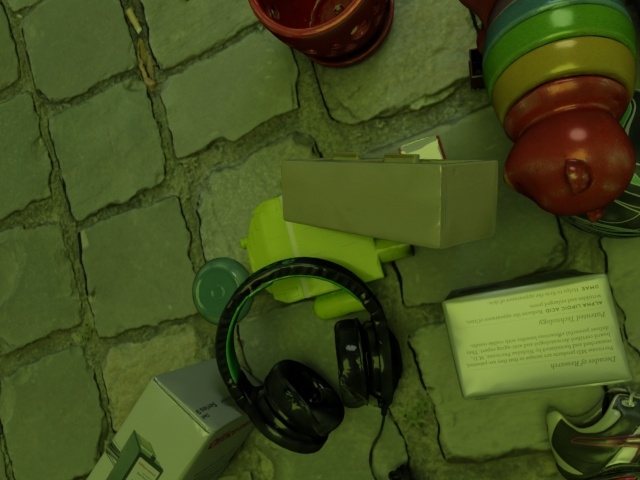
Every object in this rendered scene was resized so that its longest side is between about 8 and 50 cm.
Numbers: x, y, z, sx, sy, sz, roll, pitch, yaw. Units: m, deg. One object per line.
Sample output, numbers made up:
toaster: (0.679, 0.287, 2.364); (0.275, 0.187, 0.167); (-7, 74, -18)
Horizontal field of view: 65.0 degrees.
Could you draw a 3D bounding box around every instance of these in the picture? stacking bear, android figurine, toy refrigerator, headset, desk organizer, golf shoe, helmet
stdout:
stacking bear: (0.252, -0.163, 0.542); (0.164, 0.175, 0.289); (-11, 65, 28)
android figurine: (0.000, 0.000, 0.788); (0.273, 0.056, 0.248); (-18, 83, 15)
toy refrigerator: (0.069, -0.061, 0.615); (0.269, 0.102, 0.094); (12, 107, 51)
headset: (0.018, 0.213, 0.697); (0.243, 0.185, 0.394); (-34, 100, 6)
desk organizer: (0.277, -0.251, 0.709); (0.130, 0.050, 0.047); (-4, 87, 18)
golf shoe: (0.424, 0.233, 0.622); (0.273, 0.105, 0.120); (-25, 74, 15)
helmet: (0.361, -0.084, 0.620); (0.169, 0.169, 0.161); (7, 74, 18)

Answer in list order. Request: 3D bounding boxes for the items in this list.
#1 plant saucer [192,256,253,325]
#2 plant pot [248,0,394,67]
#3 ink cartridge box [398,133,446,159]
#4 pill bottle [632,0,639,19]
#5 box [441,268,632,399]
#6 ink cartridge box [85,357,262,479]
plant saucer: (-0.172, 0.088, 0.859); (0.119, 0.021, 0.119); (0, 89, 18)
plant pot: (0.009, -0.357, 0.735); (0.191, 0.174, 0.191); (-1, 88, 17)
ink cartridge box: (0.154, -0.079, 0.700); (0.056, 0.135, 0.099); (-18, 83, 14)
pill bottle: (0.466, -0.330, 0.572); (0.204, 0.204, 0.361); (-19, 82, 16)
box: (0.259, 0.111, 0.635); (0.182, 0.181, 0.119); (-12, 85, 17)
ink cartridge box: (-0.226, 0.334, 0.771); (0.121, 0.211, 0.289); (36, 98, 17)
